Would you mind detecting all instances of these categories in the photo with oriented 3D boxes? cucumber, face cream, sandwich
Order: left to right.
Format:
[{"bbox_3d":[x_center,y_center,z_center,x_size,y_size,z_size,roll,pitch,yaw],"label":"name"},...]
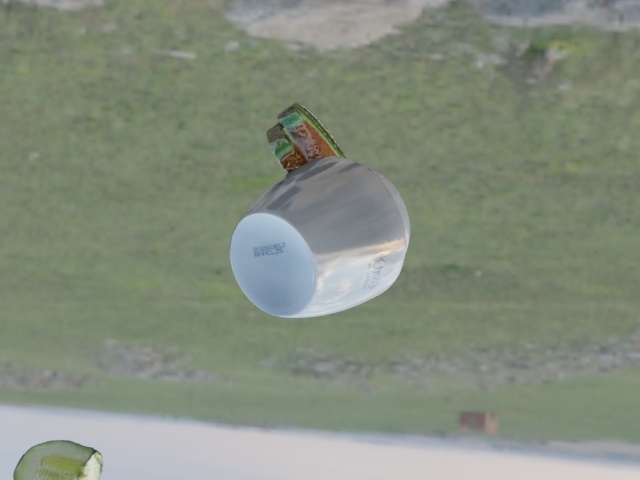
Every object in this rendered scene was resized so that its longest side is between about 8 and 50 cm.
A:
[{"bbox_3d":[-0.261,0.233,1.362,0.107,0.067,0.035,6,150,46],"label":"cucumber"},{"bbox_3d":[0.000,0.000,0.812,0.091,0.091,0.095,-1,-163,39],"label":"face cream"},{"bbox_3d":[0.003,-0.043,0.894,0.029,0.067,0.135,-29,134,10],"label":"sandwich"}]
